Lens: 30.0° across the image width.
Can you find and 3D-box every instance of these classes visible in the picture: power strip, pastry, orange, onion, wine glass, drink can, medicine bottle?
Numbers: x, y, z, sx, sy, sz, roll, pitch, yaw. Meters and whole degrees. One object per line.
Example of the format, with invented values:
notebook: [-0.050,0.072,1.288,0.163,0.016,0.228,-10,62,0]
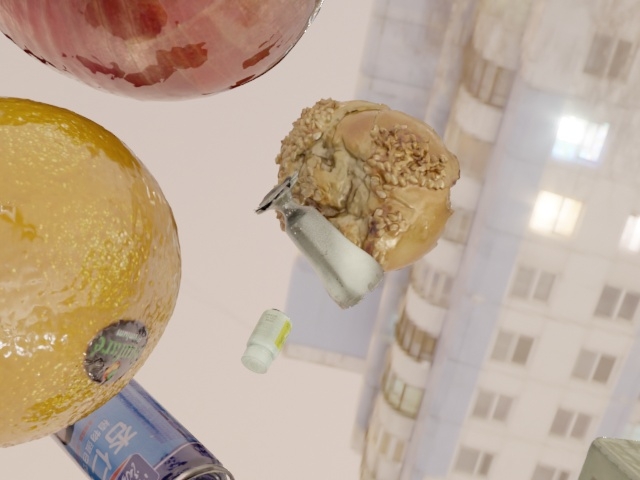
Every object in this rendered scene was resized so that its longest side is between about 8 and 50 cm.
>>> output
power strip: [0.416,0.331,1.519,0.139,0.224,0.140,9,-164,-23]
pastry: [0.050,-0.090,1.794,0.310,0.255,0.162,21,-179,34]
orange: [-0.201,0.018,0.736,0.236,0.236,0.236,8,-145,-5]
onion: [-0.127,-0.285,0.961,0.353,0.354,0.354,8,-145,-5]
wine glass: [0.000,0.000,1.346,0.155,0.072,0.072,48,-142,-7]
drink can: [-0.180,0.181,1.086,0.097,0.097,0.235,-19,-142,-36]
medicine bottle: [-0.074,0.139,1.643,0.047,0.047,0.083,19,-125,11]
